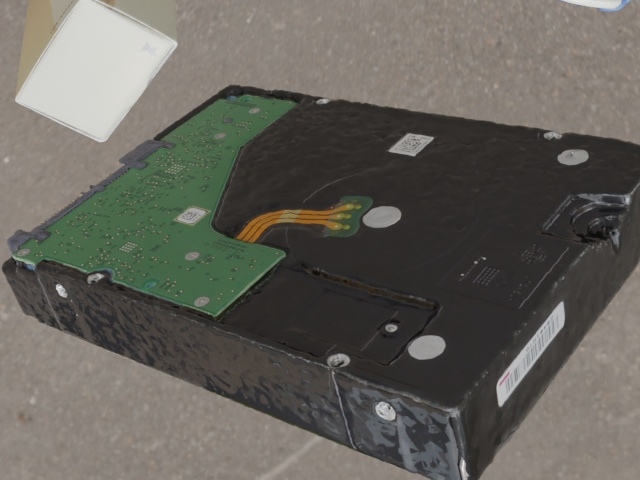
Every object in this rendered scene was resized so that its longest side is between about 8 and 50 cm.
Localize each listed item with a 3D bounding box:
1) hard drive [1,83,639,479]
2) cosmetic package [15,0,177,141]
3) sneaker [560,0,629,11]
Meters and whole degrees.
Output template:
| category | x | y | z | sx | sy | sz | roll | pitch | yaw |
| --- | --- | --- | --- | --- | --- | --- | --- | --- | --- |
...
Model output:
| category | x | y | z | sx | sy | sz | roll | pitch | yaw |
| --- | --- | --- | --- | --- | --- | --- | --- | --- | --- |
| hard drive | 0.000 | 0.000 | 0.604 | 0.339 | 0.237 | 0.064 | 14 | 132 | 35 |
| cosmetic package | -0.092 | -0.103 | 0.418 | 0.041 | 0.115 | 0.060 | 25 | 125 | -30 |
| sneaker | 0.083 | -0.106 | 0.318 | 0.080 | 0.211 | 0.081 | -32 | 74 | 29 |
